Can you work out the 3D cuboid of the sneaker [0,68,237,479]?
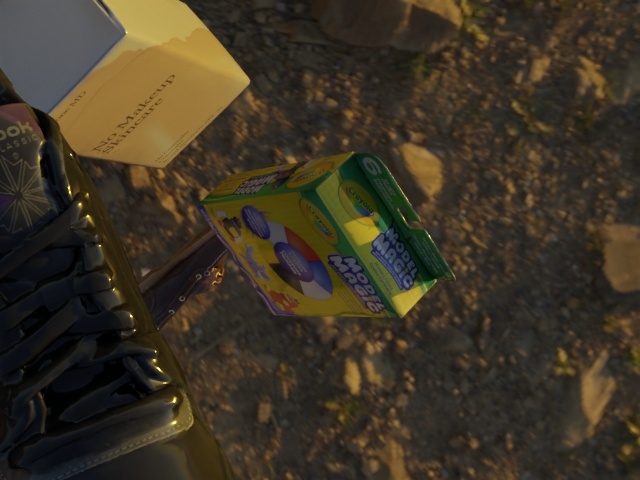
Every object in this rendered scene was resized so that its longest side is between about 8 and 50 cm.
[{"bbox_3d":[-0.114,0.024,0.429,0.107,0.283,0.124,-23,143,-27],"label":"sneaker"}]

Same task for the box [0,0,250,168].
[{"bbox_3d":[-0.199,-0.163,1.117,0.148,0.311,0.121,-43,80,13],"label":"box"}]

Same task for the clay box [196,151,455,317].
[{"bbox_3d":[0.000,0.000,0.972,0.053,0.222,0.127,-43,110,-26],"label":"clay box"}]

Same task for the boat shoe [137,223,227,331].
[{"bbox_3d":[-0.161,0.038,1.535,0.207,0.073,0.073,-39,98,15],"label":"boat shoe"}]
